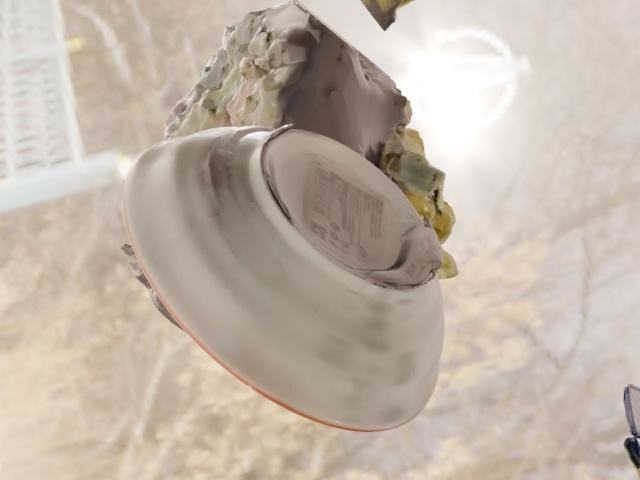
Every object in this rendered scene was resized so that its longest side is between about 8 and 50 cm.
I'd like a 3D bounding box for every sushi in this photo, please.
[{"bbox_3d":[-0.004,-0.039,1.570,0.328,0.285,0.328,-62,-158,10],"label":"sushi"}]

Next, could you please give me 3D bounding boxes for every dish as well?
[{"bbox_3d":[0.000,0.000,1.088,0.085,0.260,0.260,-48,-137,30],"label":"dish"}]

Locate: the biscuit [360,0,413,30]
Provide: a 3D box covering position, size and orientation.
[{"bbox_3d":[0.141,-0.190,0.775,0.048,0.292,0.026,61,2,-4],"label":"biscuit"}]

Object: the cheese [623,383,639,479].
[{"bbox_3d":[0.295,0.250,1.413,0.156,0.064,0.250,20,59,-63],"label":"cheese"}]
